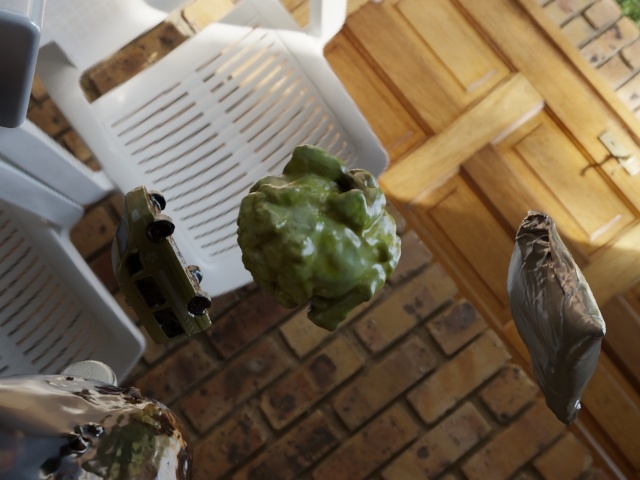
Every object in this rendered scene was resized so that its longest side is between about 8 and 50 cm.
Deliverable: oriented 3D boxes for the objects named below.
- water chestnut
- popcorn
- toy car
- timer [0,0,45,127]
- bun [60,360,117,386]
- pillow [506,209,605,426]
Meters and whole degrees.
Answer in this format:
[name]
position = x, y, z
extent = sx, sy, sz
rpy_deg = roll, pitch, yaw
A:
[water chestnut]
position = -0.221, 0.299, 0.644
extent = 0.335, 0.347, 0.335
rpy_deg = -59, -167, 22
[popcorn]
position = 0.000, 0.000, 1.006
extent = 0.256, 0.255, 0.195
rpy_deg = 10, 178, -28
[toy car]
position = -0.261, 0.043, 1.090
extent = 0.124, 0.101, 0.256
rpy_deg = -25, 128, -7
[timer]
position = -0.480, -0.296, 0.933
extent = 0.192, 0.195, 0.194
rpy_deg = 9, 140, -26
[bun]
position = -0.541, 0.355, 1.616
extent = 0.138, 0.138, 0.094
rpy_deg = -32, 144, -38
[pillow]
position = 0.269, 0.084, 0.819
extent = 0.270, 0.067, 0.173
rpy_deg = -88, 176, -56
